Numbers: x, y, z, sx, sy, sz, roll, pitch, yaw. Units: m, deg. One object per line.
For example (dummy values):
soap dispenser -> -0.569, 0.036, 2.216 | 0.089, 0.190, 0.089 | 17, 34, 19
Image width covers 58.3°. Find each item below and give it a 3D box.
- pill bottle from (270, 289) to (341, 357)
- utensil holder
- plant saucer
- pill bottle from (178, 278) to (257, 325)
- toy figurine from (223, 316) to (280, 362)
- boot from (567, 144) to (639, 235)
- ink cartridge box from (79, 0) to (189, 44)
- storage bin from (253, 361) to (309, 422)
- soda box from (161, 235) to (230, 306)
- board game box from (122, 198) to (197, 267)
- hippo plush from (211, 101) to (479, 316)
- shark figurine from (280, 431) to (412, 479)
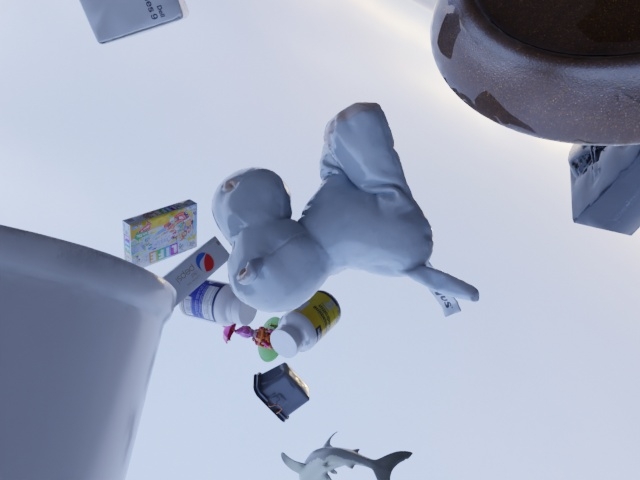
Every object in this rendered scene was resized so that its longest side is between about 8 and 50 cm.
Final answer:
pill bottle -> -0.036, 0.199, 1.359 | 0.103, 0.103, 0.184 | 35, -143, 15
utensil holder -> -0.351, 0.204, 0.577 | 0.328, 0.328, 0.385 | 18, -111, -24
plant saucer -> 0.238, -0.213, 0.456 | 0.310, 0.311, 0.050 | 47, 176, 37
pill bottle -> -0.262, 0.161, 1.485 | 0.187, 0.111, 0.112 | 9, -166, 27
toy figurine -> -0.184, 0.257, 1.556 | 0.159, 0.130, 0.173 | 20, 169, -35
boot -> 0.465, -0.254, 0.703 | 0.146, 0.445, 0.366 | 24, -116, 14
ink cartridge box -> -0.283, -0.406, 0.819 | 0.122, 0.211, 0.289 | -20, -157, -3
storage bin -> -0.093, 0.379, 1.444 | 0.135, 0.091, 0.098 | 51, -168, -22
soda box -> -0.305, 0.079, 1.324 | 0.069, 0.074, 0.216 | 52, -137, -9
board game box -> -0.309, -0.012, 1.119 | 0.026, 0.103, 0.154 | 28, -144, 32
hippo plush -> 0.000, 0.000, 0.706 | 0.234, 0.237, 0.294 | 83, 164, -76
shark figurine -> 0.038, 0.450, 1.201 | 0.166, 0.278, 0.116 | 50, -141, -11
